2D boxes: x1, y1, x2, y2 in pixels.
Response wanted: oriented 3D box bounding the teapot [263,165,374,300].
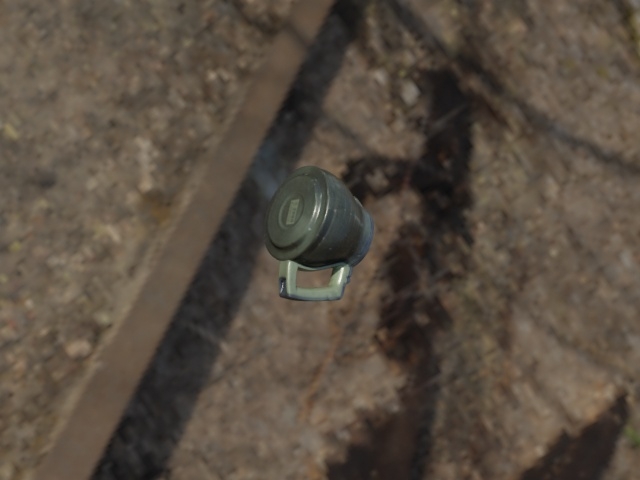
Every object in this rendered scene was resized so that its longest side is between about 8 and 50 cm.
[{"bbox_3d":[0.000,0.000,1.078,0.057,0.066,0.088,22,73,-35],"label":"teapot"}]
